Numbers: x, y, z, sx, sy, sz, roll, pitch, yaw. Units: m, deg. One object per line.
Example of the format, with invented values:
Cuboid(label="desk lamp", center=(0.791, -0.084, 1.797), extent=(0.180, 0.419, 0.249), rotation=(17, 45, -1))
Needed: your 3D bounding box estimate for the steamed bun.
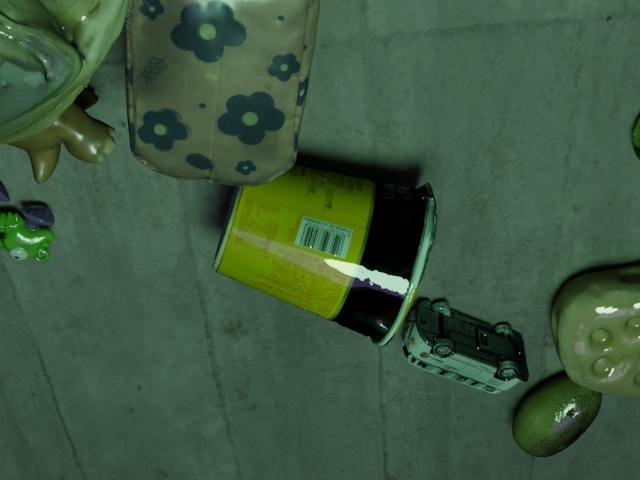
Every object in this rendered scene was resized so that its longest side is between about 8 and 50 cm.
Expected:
Cuboid(label="steamed bun", center=(-0.289, -0.201, 0.805), extent=(0.268, 0.207, 0.280), rotation=(3, 129, -40))

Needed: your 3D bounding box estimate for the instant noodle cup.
Cuboid(label="instant noodle cup", center=(0.000, 0.000, 1.175), extent=(0.236, 0.215, 0.215), rotation=(17, 126, -9))

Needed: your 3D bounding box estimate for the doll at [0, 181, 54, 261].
Cuboid(label="doll", center=(-0.425, -0.026, 1.208), extent=(0.190, 0.050, 0.115), rotation=(32, 113, -25))

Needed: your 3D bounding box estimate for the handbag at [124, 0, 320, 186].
Cuboid(label="handbag", center=(-0.105, -0.208, 0.990), extent=(0.190, 0.193, 0.251), rotation=(5, 129, -6))

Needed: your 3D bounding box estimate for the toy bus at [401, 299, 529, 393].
Cuboid(label="toy bus", center=(0.203, 0.157, 1.384), extent=(0.194, 0.087, 0.089), rotation=(21, 135, -21))

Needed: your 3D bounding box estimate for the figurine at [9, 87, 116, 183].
Cuboid(label="figurine", center=(-0.379, -0.142, 1.032), extent=(0.247, 0.177, 0.173), rotation=(35, 100, -36))

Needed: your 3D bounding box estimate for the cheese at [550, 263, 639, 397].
Cuboid(label="cheese", center=(0.441, 0.120, 1.349), extent=(0.235, 0.117, 0.218), rotation=(33, 119, -26))

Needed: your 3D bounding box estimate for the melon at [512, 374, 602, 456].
Cuboid(label="melon", center=(0.365, 0.267, 1.476), extent=(0.099, 0.099, 0.162), rotation=(28, 117, -24))

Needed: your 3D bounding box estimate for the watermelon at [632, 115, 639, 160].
Cuboid(label="watermelon", center=(0.442, -0.127, 1.180), extent=(0.105, 0.062, 0.105), rotation=(-4, 122, -7))
